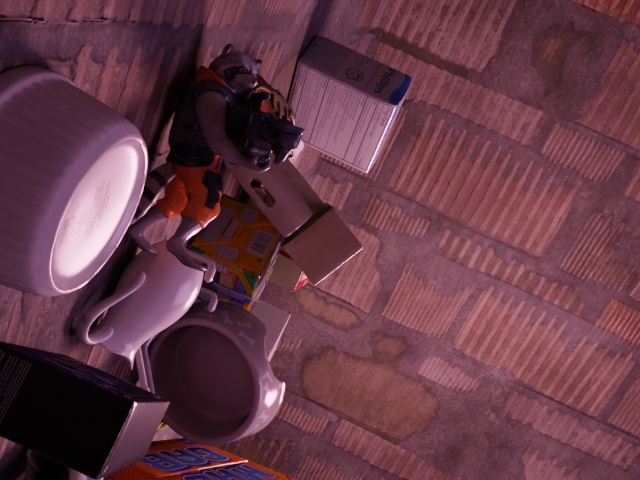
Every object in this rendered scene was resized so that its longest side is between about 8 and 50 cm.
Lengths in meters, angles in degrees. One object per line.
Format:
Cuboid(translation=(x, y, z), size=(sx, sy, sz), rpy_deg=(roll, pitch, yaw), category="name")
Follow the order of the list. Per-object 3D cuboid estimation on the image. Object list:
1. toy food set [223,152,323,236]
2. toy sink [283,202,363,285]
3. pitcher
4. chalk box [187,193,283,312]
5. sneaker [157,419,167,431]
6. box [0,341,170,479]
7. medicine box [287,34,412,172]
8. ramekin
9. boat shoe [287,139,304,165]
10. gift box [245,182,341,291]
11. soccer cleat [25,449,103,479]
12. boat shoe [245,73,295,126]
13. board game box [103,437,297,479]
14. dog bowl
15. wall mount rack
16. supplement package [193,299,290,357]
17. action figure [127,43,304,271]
Cuboid(translation=(-0.112, -0.130, 1.548), size=(0.092, 0.219, 0.306), rpy_deg=(-37, -175, 16), category="toy food set")
Cuboid(translation=(0.000, 0.000, 1.626), size=(0.153, 0.131, 0.234), rpy_deg=(-38, -174, 3), category="toy sink")
Cuboid(translation=(-0.296, 0.096, 1.060), size=(0.207, 0.125, 0.178), rpy_deg=(-53, 164, -11), category="pitcher")
Cuboid(translation=(-0.215, 0.062, 1.588), size=(0.289, 0.179, 0.180), rpy_deg=(113, 2, -53), category="chalk box")
Cuboid(translation=(-0.430, 0.424, 1.734), size=(0.121, 0.111, 0.300), rpy_deg=(-46, -176, 19), category="sneaker")
Cuboid(translation=(-0.322, 0.224, 0.864), size=(0.261, 0.184, 0.103), rpy_deg=(107, 9, -76), category="box")
Cuboid(translation=(0.064, -0.374, 1.792), size=(0.263, 0.289, 0.149), rpy_deg=(112, 4, -51), category="medicine box")
Cuboid(translation=(-0.251, -0.045, 0.605), size=(0.207, 0.109, 0.207), rpy_deg=(26, 90, -88), category="ramekin")
Cuboid(translation=(-0.108, -0.233, 1.788), size=(0.277, 0.098, 0.096), rpy_deg=(105, 9, -82), category="boat shoe")
Cuboid(translation=(-0.117, -0.012, 1.883), size=(0.255, 0.258, 0.276), rpy_deg=(-65, 170, 7), category="gift box")
Cuboid(translation=(-0.412, 0.350, 1.082), size=(0.116, 0.143, 0.331), rpy_deg=(-29, -158, 2), category="soccer cleat")
Cuboid(translation=(-0.108, -0.259, 1.301), size=(0.324, 0.120, 0.122), rpy_deg=(-44, 159, -83), category="boat shoe")
Cuboid(translation=(-0.284, 0.650, 1.348), size=(0.356, 0.356, 0.356), rpy_deg=(28, 76, -64), category="board game box")
Cuboid(translation=(-0.260, 0.322, 1.532), size=(0.348, 0.349, 0.102), rpy_deg=(-66, 164, 17), category="dog bowl")
Cuboid(translation=(-0.313, 0.187, 1.296), size=(0.350, 0.130, 0.304), rpy_deg=(107, 8, -65), category="wall mount rack")
Cuboid(translation=(-0.246, 0.247, 1.720), size=(0.204, 0.262, 0.145), rpy_deg=(-61, 175, -58), category="supplement package")
Cuboid(translation=(-0.164, -0.129, 0.931), size=(0.341, 0.178, 0.330), rpy_deg=(5, -106, 67), category="action figure")
